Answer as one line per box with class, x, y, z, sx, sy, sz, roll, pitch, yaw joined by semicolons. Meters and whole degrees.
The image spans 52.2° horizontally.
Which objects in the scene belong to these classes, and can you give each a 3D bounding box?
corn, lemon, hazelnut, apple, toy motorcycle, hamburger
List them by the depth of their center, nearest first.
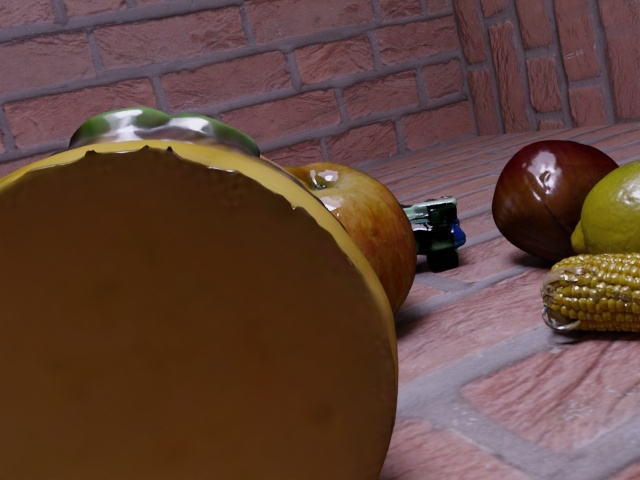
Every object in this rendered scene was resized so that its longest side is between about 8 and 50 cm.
hamburger;-0.125;0.083;0.554;0.396;0.395;0.277;-14;14;-4
corn;0.405;0.059;0.763;0.293;0.106;0.106;-7;13;34
lemon;0.475;-0.027;0.905;0.249;0.184;0.184;-8;12;29
apple;0.000;0.000;0.993;0.309;0.250;0.277;29;45;9
hazelnut;0.416;-0.059;1.106;0.230;0.229;0.229;-13;11;3
toy motorcycle;0.107;0.001;1.240;0.332;0.125;0.196;-6;20;0

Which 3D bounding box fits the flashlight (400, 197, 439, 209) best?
flashlight;0.227;-0.052;1.576;0.093;0.092;0.232;-17;6;-16
